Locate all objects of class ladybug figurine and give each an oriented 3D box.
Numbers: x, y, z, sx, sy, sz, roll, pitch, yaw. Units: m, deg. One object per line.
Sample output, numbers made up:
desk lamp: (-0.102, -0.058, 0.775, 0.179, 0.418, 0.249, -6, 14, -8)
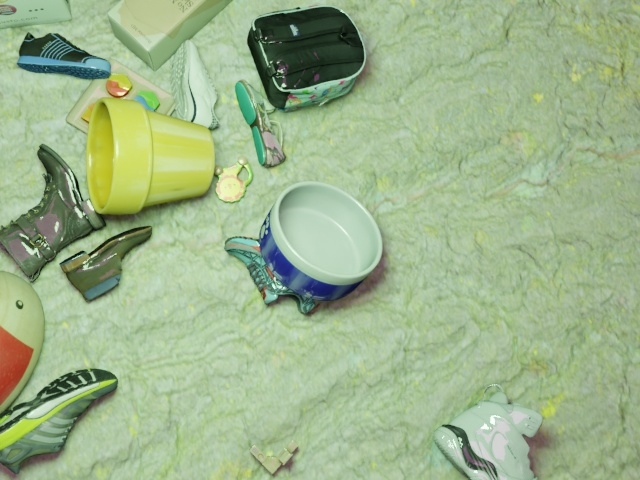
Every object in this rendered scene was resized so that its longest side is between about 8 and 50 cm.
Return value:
ladybug figurine: (-0.788, 0.256, 1.600, 0.305, 0.162, 0.449, 34, 78, 2)

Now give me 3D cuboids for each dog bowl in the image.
dog bowl: (0.000, 0.000, 1.691, 0.265, 0.104, 0.264, 17, 47, -19)

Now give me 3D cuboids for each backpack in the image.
backpack: (-0.028, -0.433, 1.794, 0.254, 0.191, 0.225, -19, 79, -13)

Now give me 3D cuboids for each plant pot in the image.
plant pot: (-0.376, -0.182, 1.687, 0.239, 0.254, 0.253, 0, 77, -31)

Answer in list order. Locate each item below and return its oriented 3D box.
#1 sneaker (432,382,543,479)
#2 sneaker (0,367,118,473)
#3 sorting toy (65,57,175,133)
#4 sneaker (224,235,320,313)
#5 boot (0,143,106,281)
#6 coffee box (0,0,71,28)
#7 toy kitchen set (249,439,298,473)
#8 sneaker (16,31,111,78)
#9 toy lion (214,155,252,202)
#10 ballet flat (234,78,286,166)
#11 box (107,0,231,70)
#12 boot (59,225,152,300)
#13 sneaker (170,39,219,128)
sneaker: (0.443, 0.496, 1.674, 0.210, 0.137, 0.366, -44, 82, -9)
sneaker: (-0.572, 0.383, 1.633, 0.300, 0.111, 0.121, -29, 114, -18)
sorting toy: (-0.474, -0.315, 1.808, 0.208, 0.038, 0.193, 31, 78, 2)
sneaker: (-0.113, 0.082, 1.728, 0.262, 0.104, 0.125, 27, 79, 1)
boot: (-0.643, -0.066, 1.716, 0.229, 0.091, 0.262, -33, 85, -11)
coffee box: (-0.791, -0.706, 1.708, 0.338, 0.334, 0.337, -10, 80, -7)
toy kitchen set: (-0.102, 0.459, 1.668, 0.075, 0.068, 0.083, 44, 78, 4)
sneaker: (-0.604, -0.443, 1.791, 0.233, 0.081, 0.090, 8, 81, 6)
toy lion: (-0.207, -0.141, 1.803, 0.100, 0.034, 0.096, -24, 89, -10)
ballet flat: (-0.138, -0.285, 1.822, 0.079, 0.077, 0.221, -17, 85, -27)
box: (-0.349, -0.577, 1.831, 0.148, 0.121, 0.311, 42, 78, 3)
boot: (-0.471, 0.049, 1.730, 0.219, 0.082, 0.106, -26, 104, -14)
sneaker: (-0.301, -0.373, 1.822, 0.095, 0.090, 0.234, 5, 68, -33)
